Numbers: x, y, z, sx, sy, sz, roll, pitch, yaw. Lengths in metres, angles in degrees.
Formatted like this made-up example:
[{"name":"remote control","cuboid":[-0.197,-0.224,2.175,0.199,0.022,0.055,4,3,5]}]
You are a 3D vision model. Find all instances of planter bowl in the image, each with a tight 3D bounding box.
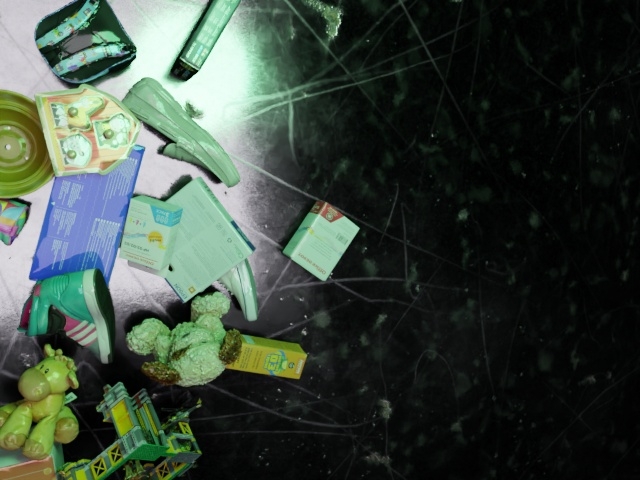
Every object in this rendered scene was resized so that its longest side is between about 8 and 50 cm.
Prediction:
[{"name":"planter bowl","cuboid":[-0.656,-0.197,1.106,0.217,0.090,0.218,-2,96,-24]}]

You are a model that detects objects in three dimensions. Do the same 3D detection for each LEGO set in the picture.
[{"name":"LEGO set","cuboid":[-0.448,0.468,1.255,0.255,0.192,0.331,-44,147,9]}]

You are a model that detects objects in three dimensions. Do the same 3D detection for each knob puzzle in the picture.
[{"name":"knob puzzle","cuboid":[-0.478,-0.235,1.124,0.213,0.030,0.214,-1,92,-29]}]

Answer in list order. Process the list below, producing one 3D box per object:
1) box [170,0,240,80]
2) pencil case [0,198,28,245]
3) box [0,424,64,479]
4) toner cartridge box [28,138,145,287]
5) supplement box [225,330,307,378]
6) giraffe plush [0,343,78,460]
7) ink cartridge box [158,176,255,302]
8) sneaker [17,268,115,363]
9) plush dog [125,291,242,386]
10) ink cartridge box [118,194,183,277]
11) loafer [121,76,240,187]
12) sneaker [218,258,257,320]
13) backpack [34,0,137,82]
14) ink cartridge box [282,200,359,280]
[{"name":"box","cuboid":[-0.253,-0.472,1.190,0.051,0.175,0.220,30,87,-24]},{"name":"pencil case","cuboid":[-0.737,-0.070,1.090,0.236,0.104,0.105,21,90,-26]},{"name":"box","cuboid":[-0.684,0.620,1.187,0.214,0.168,0.346,-7,101,-22]},{"name":"toner cartridge box","cuboid":[-0.523,-0.068,1.195,0.165,0.075,0.348,16,92,-26]},{"name":"supplement box","cuboid":[-0.157,0.306,1.413,0.233,0.080,0.078,15,95,-27]},{"name":"giraffe plush","cuboid":[-0.590,0.331,1.146,0.181,0.210,0.171,24,114,0]},{"name":"ink cartridge box","cuboid":[-0.306,0.001,1.268,0.223,0.045,0.223,-35,96,14]},{"name":"sneaker","cuboid":[-0.555,0.180,1.162,0.178,0.124,0.296,-3,135,-12]},{"name":"plush dog","cuboid":[-0.303,0.269,1.258,0.262,0.225,0.211,-23,107,-16]},{"name":"ink cartridge box","cuboid":[-0.394,-0.001,1.224,0.104,0.061,0.182,18,105,2]},{"name":"loafer","cuboid":[-0.322,-0.233,1.242,0.111,0.112,0.319,-46,105,-5]},{"name":"sneaker","cuboid":[-0.224,0.088,1.354,0.091,0.094,0.258,-14,102,1]},{"name":"backpack","cuboid":[-0.501,-0.416,1.124,0.173,0.117,0.158,-37,111,-15]},{"name":"ink cartridge box","cuboid":[0.000,0.000,1.432,0.127,0.072,0.175,37,83,-24]}]
